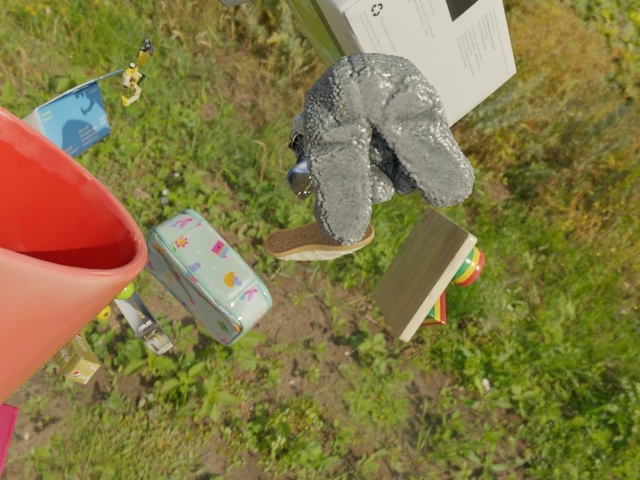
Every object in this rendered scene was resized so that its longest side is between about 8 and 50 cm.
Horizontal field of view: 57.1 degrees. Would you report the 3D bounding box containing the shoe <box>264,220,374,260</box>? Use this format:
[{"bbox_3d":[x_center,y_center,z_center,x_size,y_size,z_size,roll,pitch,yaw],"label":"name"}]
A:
[{"bbox_3d":[0.000,0.000,1.166,0.219,0.058,0.077,-7,61,11],"label":"shoe"}]

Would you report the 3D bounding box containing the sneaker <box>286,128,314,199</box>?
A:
[{"bbox_3d":[-0.030,-0.215,1.464,0.147,0.130,0.330,41,29,-7],"label":"sneaker"}]

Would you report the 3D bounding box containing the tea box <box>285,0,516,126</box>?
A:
[{"bbox_3d":[0.093,-0.374,0.906,0.323,0.220,0.329,55,5,35],"label":"tea box"}]

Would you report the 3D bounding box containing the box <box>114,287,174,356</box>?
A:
[{"bbox_3d":[-0.462,0.188,1.501,0.056,0.231,0.183,-33,72,-16],"label":"box"}]

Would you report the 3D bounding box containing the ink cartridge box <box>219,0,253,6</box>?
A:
[{"bbox_3d":[-0.188,-0.586,1.182,0.127,0.072,0.175,24,67,-62],"label":"ink cartridge box"}]

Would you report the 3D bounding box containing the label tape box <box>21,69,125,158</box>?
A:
[{"bbox_3d":[-0.542,-0.193,1.171,0.115,0.347,0.249,59,18,-20],"label":"label tape box"}]

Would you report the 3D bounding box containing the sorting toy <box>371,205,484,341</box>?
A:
[{"bbox_3d":[0.243,0.079,1.305,0.089,0.257,0.255,30,10,-15],"label":"sorting toy"}]

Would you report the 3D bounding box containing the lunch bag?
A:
[{"bbox_3d":[-0.234,0.076,1.189,0.279,0.224,0.108,47,61,4],"label":"lunch bag"}]

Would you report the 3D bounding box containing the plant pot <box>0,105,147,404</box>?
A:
[{"bbox_3d":[-0.301,0.029,0.395,0.275,0.243,0.275,39,6,-5],"label":"plant pot"}]

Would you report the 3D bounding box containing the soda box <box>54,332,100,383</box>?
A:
[{"bbox_3d":[-0.600,0.263,1.417,0.181,0.061,0.058,37,-1,40],"label":"soda box"}]

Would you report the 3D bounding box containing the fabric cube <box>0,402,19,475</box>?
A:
[{"bbox_3d":[-0.789,0.420,1.105,0.258,0.259,0.254,44,33,-46],"label":"fabric cube"}]

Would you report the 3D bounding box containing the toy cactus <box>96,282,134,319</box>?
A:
[{"bbox_3d":[-0.341,0.065,0.721,0.218,0.181,0.112,8,34,-21],"label":"toy cactus"}]

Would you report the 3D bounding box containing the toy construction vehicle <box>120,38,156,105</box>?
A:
[{"bbox_3d":[-0.325,-0.297,1.051,0.035,0.086,0.098,27,50,-17],"label":"toy construction vehicle"}]

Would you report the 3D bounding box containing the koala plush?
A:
[{"bbox_3d":[0.057,-0.143,0.736,0.196,0.203,0.221,-20,24,5],"label":"koala plush"}]
